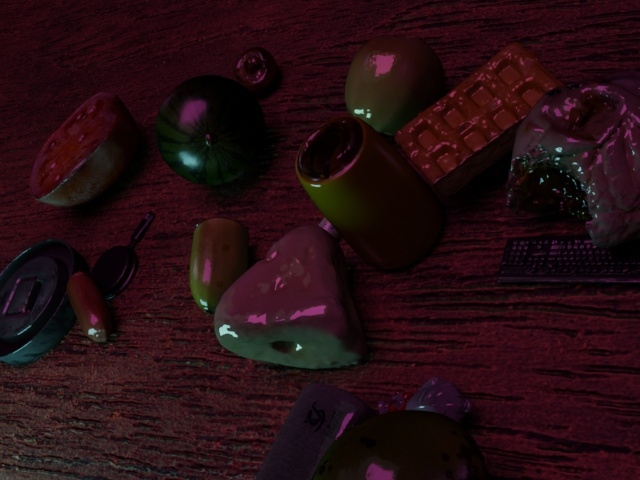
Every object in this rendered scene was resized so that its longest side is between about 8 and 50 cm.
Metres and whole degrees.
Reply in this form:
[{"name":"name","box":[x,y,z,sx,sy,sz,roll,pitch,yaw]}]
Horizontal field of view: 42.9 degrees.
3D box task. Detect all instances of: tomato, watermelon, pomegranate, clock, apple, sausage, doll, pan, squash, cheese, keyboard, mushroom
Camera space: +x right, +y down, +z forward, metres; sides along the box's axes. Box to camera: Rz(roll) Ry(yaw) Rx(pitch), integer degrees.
[{"name":"tomato","box":[-0.584,-0.215,2.080,0.338,0.143,0.338,-24,43,25]},{"name":"watermelon","box":[-0.238,-0.239,1.763,0.242,0.242,0.242,-20,49,25]},{"name":"pomegranate","box":[0.112,0.349,1.060,0.254,0.254,0.270,-43,54,3]},{"name":"clock","box":[-0.686,0.145,1.944,0.318,0.066,0.319,-20,49,25]},{"name":"apple","box":[0.137,-0.299,1.559,0.200,0.200,0.200,-20,49,25]},{"name":"sausage","box":[-0.506,0.143,1.787,0.077,0.077,0.194,-41,53,5]},{"name":"doll","box":[0.155,0.253,1.212,0.180,0.079,0.094,-20,63,42]},{"name":"pan","box":[-0.456,0.028,1.880,0.136,0.028,0.235,13,68,42]},{"name":"squash","box":[-0.205,0.059,1.600,0.123,0.123,0.187,-18,49,27]},{"name":"cheese","box":[-0.057,0.107,1.407,0.247,0.174,0.251,-17,50,16]},{"name":"keyboard","box":[0.382,0.028,1.237,0.230,0.025,0.094,-3,55,37]},{"name":"mushroom","box":[-0.153,-0.400,1.928,0.109,0.084,0.126,-42,50,48]}]

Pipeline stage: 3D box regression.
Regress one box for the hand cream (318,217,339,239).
[{"name":"hand cream","box":[0.000,0.000,1.539,0.171,0.043,0.065,-51,43,-2]}]

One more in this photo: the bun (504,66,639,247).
[{"name":"bun","box":[0.411,-0.140,1.194,0.281,0.205,0.282,-12,47,13]}]

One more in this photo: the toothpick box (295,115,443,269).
[{"name":"toothpick box","box":[0.078,-0.085,1.374,0.175,0.271,0.175,-20,48,25]}]

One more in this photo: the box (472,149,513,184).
[{"name":"box","box":[0.295,-0.164,1.415,0.084,0.069,0.122,17,71,43]}]

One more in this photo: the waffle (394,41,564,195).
[{"name":"waffle","box":[0.270,-0.205,1.372,0.274,0.057,0.168,-38,45,7]}]

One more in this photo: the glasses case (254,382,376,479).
[{"name":"glasses case","box":[-0.033,0.380,1.257,0.131,0.074,0.323,13,67,41]}]
